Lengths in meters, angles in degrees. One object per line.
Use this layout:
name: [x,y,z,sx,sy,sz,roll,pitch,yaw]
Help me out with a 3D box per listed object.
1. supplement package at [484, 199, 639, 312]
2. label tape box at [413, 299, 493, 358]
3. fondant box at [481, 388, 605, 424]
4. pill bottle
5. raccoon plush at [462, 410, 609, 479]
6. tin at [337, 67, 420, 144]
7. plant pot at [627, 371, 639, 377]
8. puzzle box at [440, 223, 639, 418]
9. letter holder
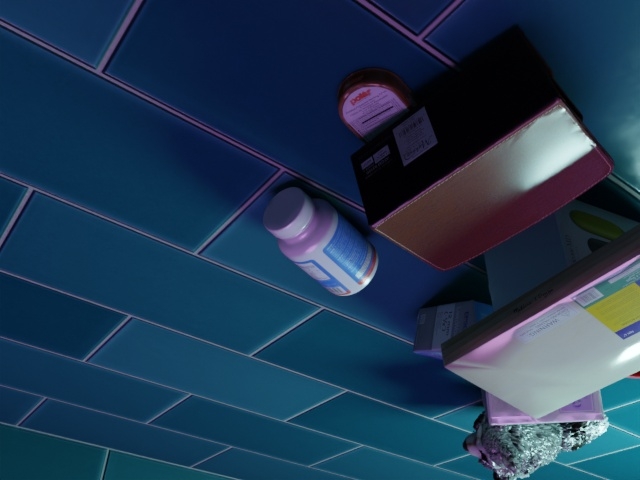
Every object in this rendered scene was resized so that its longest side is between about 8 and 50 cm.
supplement package: [0.472,0.073,1.167,0.263,0.199,0.198,16,140,-17]
label tape box: [0.385,0.205,1.331,0.249,0.115,0.348,16,163,-16]
fondant box: [0.507,0.359,1.519,0.238,0.096,0.330,-6,175,11]
pill bottle: [0.000,0.000,1.167,0.124,0.124,0.221,-20,138,28]
raccoon plush: [0.595,0.499,1.740,0.446,0.216,0.299,-25,156,-9]
tin: [0.104,-0.185,0.984,0.106,0.040,0.190,-27,134,28]
plant pot: [0.653,0.162,1.299,0.191,0.174,0.191,2,144,2]
puzzle box: [0.441,0.149,1.052,0.272,0.052,0.409,33,125,-29]
letter holder: [0.235,-0.111,0.942,0.302,0.152,0.214,-35,136,27]
